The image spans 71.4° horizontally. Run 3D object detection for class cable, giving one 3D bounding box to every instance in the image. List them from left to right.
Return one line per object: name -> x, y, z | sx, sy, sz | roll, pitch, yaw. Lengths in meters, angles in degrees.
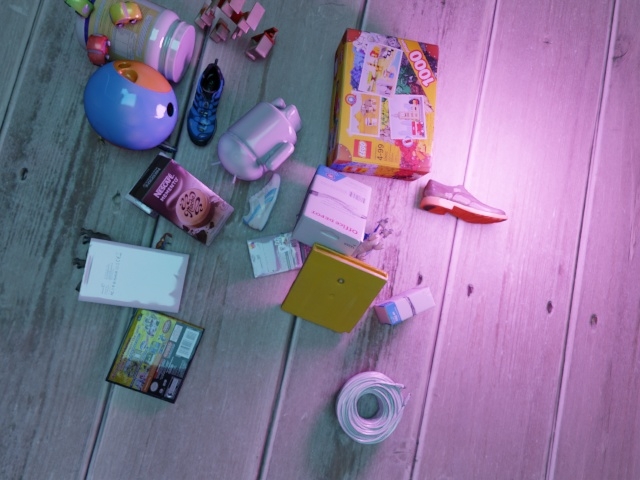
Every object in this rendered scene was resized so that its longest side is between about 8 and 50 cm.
cable -> 0.181, 0.619, 1.664 | 0.257, 0.089, 0.257 | 26, 82, -7

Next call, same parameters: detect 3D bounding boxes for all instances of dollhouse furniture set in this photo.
dollhouse furniture set -> -0.290, -0.804, 1.634 | 0.259, 0.262, 0.135 | 34, 76, -40

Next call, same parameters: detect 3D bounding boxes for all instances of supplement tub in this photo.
supplement tub -> -0.633, -0.714, 1.551 | 0.331, 0.241, 0.241 | 21, 82, -8

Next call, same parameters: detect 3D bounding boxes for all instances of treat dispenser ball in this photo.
treat dispenser ball -> -0.623, -0.445, 1.475 | 0.288, 0.288, 0.288 | 1, 85, -11

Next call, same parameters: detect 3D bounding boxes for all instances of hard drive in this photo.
hard drive -> -0.636, 0.124, 1.534 | 0.318, 0.040, 0.210 | 12, 86, -21

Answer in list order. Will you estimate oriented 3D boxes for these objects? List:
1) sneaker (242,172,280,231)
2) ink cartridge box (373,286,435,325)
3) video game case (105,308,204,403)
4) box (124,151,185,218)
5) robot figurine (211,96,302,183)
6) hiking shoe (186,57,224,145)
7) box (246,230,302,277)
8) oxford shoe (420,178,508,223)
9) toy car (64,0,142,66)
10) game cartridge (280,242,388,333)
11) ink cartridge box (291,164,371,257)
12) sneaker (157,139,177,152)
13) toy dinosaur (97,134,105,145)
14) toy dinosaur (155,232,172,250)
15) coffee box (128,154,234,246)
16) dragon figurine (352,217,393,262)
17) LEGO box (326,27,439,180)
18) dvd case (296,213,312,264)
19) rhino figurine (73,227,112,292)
sneaker -> -0.213, -0.154, 1.659 | 0.092, 0.087, 0.229 | 23, 79, -6
ink cartridge box -> 0.317, 0.247, 1.695 | 0.190, 0.139, 0.082 | -20, 88, -12
video game case -> -0.577, 0.400, 1.567 | 0.248, 0.035, 0.275 | 22, 82, -8
box -> -0.577, -0.194, 1.578 | 0.103, 0.114, 0.203 | 35, 79, -5
robot figurine -> -0.227, -0.358, 1.615 | 0.353, 0.200, 0.300 | -44, 54, -11
hiking shoe -> -0.426, -0.500, 1.625 | 0.113, 0.132, 0.304 | 9, 83, -10
box -> -0.172, 0.051, 1.673 | 0.186, 0.038, 0.145 | -12, 87, -12
oxford shoe -> 0.590, -0.157, 1.793 | 0.363, 0.130, 0.133 | 14, 76, -9
toy car -> -0.717, -0.706, 1.395 | 0.225, 0.053, 0.239 | 40, 95, -11
game cartridge -> 0.043, 0.183, 1.596 | 0.285, 0.324, 0.053 | 23, 37, -8
ink cartridge box -> 0.046, -0.103, 1.603 | 0.223, 0.129, 0.308 | 24, 43, -8
sneaker -> -0.583, -0.368, 1.627 | 0.135, 0.052, 0.058 | 24, 77, -8
toy dinosaur -> -0.776, -0.436, 1.594 | 0.092, 0.053, 0.183 | -8, 87, -10
toy dinosaur -> -0.561, 0.010, 1.586 | 0.047, 0.090, 0.082 | 31, 124, 3
coffee box -> -0.466, -0.132, 1.515 | 0.297, 0.118, 0.168 | 41, 77, -43
dragon figurine -> 0.165, 0.022, 1.714 | 0.289, 0.144, 0.085 | -37, 95, 8
LEGO box -> 0.236, -0.506, 1.720 | 0.372, 0.193, 0.501 | 5, 84, -11
dvd case -> 0.000, 0.000, 1.720 | 0.164, 0.018, 0.221 | -6, 86, -11
rhino figurine -> -0.789, 0.085, 1.536 | 0.106, 0.073, 0.244 | 9, 85, -7
